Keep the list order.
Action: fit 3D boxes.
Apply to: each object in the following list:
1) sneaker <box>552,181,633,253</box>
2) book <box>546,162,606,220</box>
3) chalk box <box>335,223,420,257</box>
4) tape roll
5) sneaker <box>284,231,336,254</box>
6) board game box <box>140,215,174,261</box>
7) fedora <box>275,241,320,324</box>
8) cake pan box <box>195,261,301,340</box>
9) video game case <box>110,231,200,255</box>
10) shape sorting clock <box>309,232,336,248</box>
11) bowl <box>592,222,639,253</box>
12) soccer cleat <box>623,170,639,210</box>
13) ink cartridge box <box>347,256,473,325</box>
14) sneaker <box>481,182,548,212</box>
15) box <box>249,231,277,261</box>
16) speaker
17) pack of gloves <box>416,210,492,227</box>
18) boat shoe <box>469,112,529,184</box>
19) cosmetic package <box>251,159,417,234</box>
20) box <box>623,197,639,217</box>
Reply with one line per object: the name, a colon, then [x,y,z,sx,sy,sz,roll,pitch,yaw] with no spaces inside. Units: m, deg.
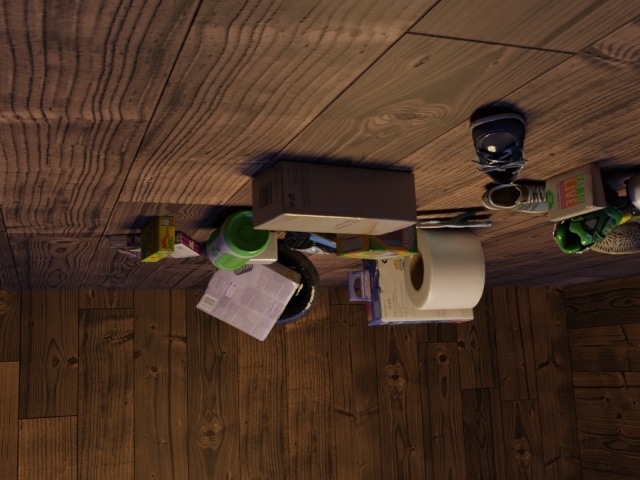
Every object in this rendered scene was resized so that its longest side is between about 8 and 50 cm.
sneaker: [0.600,-0.037,1.753,0.146,0.134,0.343,-40,169,-2]
book: [0.547,-0.103,1.603,0.035,0.096,0.144,1,169,-22]
chalk box: [0.157,-0.023,1.867,0.213,0.132,0.132,5,168,-38]
tape roll: [0.367,0.085,2.235,0.169,0.246,0.246,-1,170,-14]
sneaker: [0.000,0.000,2.171,0.211,0.080,0.081,8,177,-2]
board game box: [-0.431,-0.001,1.960,0.043,0.092,0.181,4,169,-27]
fedora: [-0.161,0.114,2.414,0.334,0.334,0.152,-4,-157,7]
cake pan box: [-0.227,0.162,2.316,0.245,0.267,0.070,28,-155,-7]
video game case: [-0.486,0.017,2.211,0.210,0.042,0.232,-3,170,4]
shape sorting clock: [0.044,-0.014,1.977,0.206,0.040,0.206,19,-166,-5]
bowl: [0.847,-0.027,2.111,0.170,0.080,0.170,-7,-161,2]
soccer cleat: [0.823,-0.097,1.649,0.331,0.116,0.143,4,169,-32]
ink cartridge box: [0.294,0.144,2.491,0.395,0.270,0.151,1,167,-17]
sneaker: [0.466,-0.098,1.695,0.192,0.064,0.086,-1,176,12]
box: [-0.187,0.023,2.186,0.101,0.087,0.102,1,170,-18]
speaker: [-0.218,0.002,1.943,0.131,0.131,0.296,1,170,-18]
pack of gloves: [0.354,-0.059,2.044,0.232,0.046,0.195,-1,-178,7]
boat shoe: [0.308,-0.153,1.281,0.095,0.079,0.254,-4,170,13]
cosmetic package: [0.028,-0.083,1.539,0.309,0.113,0.160,3,169,-27]
box: [0.836,-0.080,1.973,0.190,0.045,0.184,-4,173,8]
